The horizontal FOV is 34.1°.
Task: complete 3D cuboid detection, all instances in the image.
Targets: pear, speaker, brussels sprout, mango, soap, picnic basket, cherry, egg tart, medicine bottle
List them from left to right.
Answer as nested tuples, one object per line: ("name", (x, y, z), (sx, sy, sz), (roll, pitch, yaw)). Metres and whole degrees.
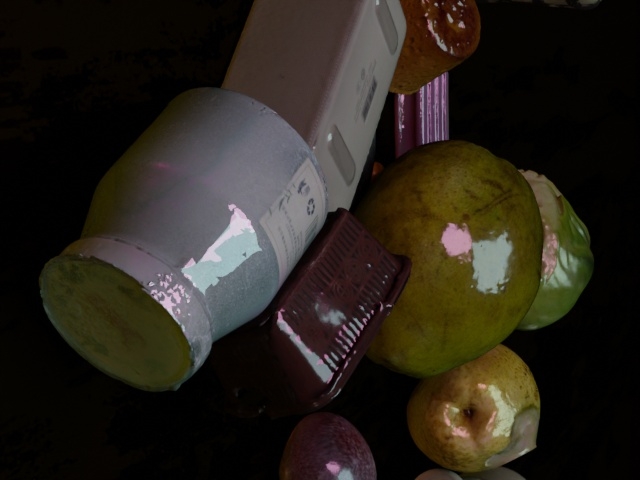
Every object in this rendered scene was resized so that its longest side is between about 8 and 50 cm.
("medicine bottle", (-0.157, 0.002, 1.193), (0.290, 0.244, 0.245), (-54, 137, -40))
("picnic basket", (-0.030, 0.080, 1.352), (0.129, 0.222, 0.297), (55, 46, -22))
("speaker", (-0.010, -0.219, 1.486), (0.184, 0.183, 0.406), (53, 50, -56))
("cherry", (0.015, 0.355, 1.629), (0.176, 0.140, 0.176), (24, 60, -50))
("mango", (0.096, -0.099, 1.804), (0.089, 0.046, 0.060), (54, 49, -53))
("egg tart", (0.169, -0.352, 1.751), (0.202, 0.147, 0.203), (6, 80, -42))
("soap", (0.187, -0.212, 1.927), (0.122, 0.065, 0.203), (-16, 107, -57))
("pear", (0.203, 0.028, 1.723), (0.352, 0.351, 0.414), (37, 75, -55))
("pear", (0.285, 0.313, 1.979), (0.271, 0.271, 0.271), (-12, 103, -59))
("brussels sprout", (0.421, 0.020, 2.160), (0.344, 0.268, 0.344), (11, 76, -56))

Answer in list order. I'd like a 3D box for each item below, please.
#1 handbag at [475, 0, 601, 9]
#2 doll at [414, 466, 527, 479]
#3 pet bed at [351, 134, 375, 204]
("handbag", (0.311, -0.523, 1.846), (0.325, 0.326, 0.163), (21, 74, -59))
("doll", (0.314, 0.568, 2.095), (0.370, 0.214, 0.226), (18, 78, -61))
("pet bed", (0.034, -0.149, 1.686), (0.201, 0.053, 0.201), (-8, 99, -60))
